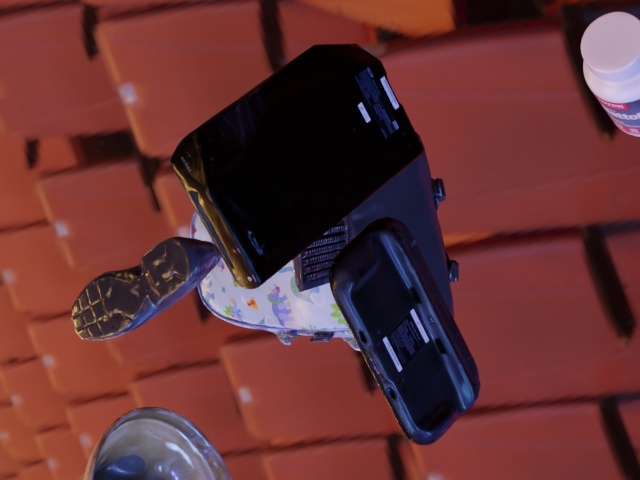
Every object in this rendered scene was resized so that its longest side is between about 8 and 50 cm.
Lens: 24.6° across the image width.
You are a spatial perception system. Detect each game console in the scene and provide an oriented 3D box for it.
[{"bbox_3d":[0.031,0.021,1.263,0.044,0.213,0.361,-1,122,54],"label":"game console"}]

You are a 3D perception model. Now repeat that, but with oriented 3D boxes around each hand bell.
[{"bbox_3d":[-0.177,0.188,0.875,0.126,0.242,0.126,32,-132,-44],"label":"hand bell"}]

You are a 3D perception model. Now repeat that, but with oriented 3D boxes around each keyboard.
[{"bbox_3d":[0.000,0.000,1.775,0.180,0.023,0.108,-13,-86,-73],"label":"keyboard"}]

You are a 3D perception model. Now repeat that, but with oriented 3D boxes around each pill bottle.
[{"bbox_3d":[0.389,-0.210,1.835,0.180,0.108,0.108,35,-150,-57],"label":"pill bottle"}]

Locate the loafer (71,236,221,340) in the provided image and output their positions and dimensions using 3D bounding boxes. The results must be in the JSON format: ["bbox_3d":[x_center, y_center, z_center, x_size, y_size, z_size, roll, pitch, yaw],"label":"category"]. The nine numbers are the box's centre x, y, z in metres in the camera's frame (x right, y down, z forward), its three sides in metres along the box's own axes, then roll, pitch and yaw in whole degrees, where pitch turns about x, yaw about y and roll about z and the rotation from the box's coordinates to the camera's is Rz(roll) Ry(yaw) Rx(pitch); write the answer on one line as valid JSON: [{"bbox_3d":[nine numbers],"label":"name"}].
[{"bbox_3d":[-0.162,0.048,1.367,0.061,0.170,0.062,-7,-106,-57],"label":"loafer"}]

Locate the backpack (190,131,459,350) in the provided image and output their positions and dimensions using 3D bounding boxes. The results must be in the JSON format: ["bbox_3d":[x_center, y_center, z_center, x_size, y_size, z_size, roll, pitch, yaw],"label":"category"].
[{"bbox_3d":[-0.013,0.009,2.042,0.355,0.273,0.290,5,106,62],"label":"backpack"}]
